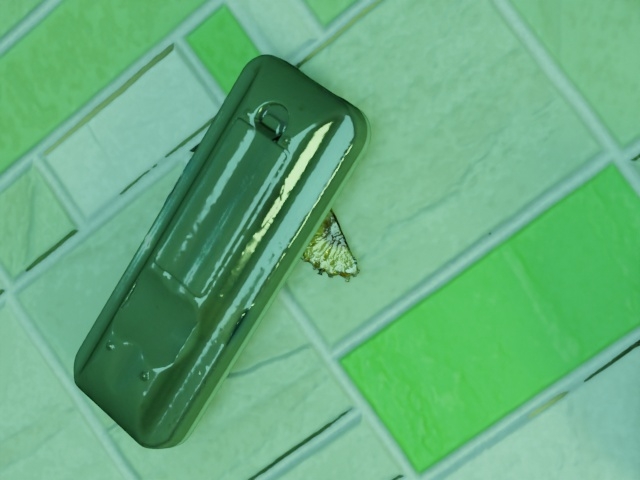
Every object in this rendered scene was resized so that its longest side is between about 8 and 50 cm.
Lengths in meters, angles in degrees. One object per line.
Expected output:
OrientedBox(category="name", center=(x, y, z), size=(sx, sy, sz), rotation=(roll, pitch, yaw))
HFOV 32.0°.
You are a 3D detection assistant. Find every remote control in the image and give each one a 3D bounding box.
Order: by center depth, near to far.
OrientedBox(category="remote control", center=(-0.091, 0.012, 0.929), size=(0.128, 0.065, 0.335), rotation=(36, 101, 23))

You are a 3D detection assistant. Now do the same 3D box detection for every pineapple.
OrientedBox(category="pineapple", center=(0.000, 0.000, 0.938), size=(0.045, 0.019, 0.083), rotation=(-28, 85, 8))
